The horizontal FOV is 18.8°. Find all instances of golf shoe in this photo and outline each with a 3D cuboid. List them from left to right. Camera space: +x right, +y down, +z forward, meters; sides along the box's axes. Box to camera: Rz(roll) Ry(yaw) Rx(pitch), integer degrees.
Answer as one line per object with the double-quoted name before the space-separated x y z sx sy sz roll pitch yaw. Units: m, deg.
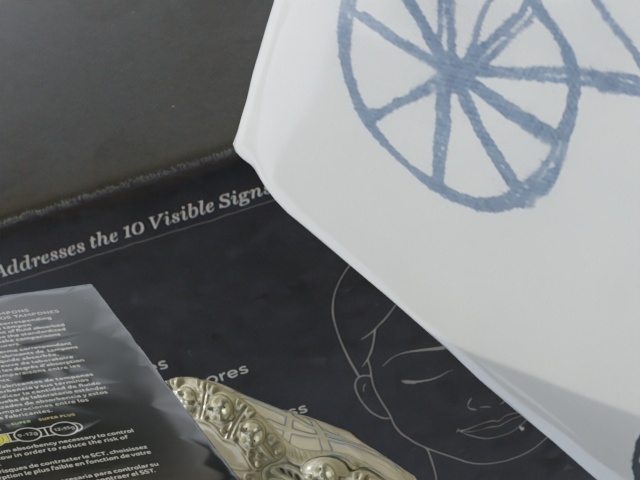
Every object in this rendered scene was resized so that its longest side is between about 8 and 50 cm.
"golf shoe" -0.020 0.135 1.199 0.176 0.069 0.086 28 -163 21

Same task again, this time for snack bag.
"snack bag" 0.129 -0.027 0.470 0.342 0.323 0.037 42 -127 18

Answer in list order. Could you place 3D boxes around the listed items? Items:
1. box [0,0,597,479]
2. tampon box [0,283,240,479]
"box" 0.000 0.000 1.458 0.480 0.471 0.297 -17 -135 1
"tampon box" -0.093 0.104 0.588 0.101 0.161 0.120 -8 -64 -22
